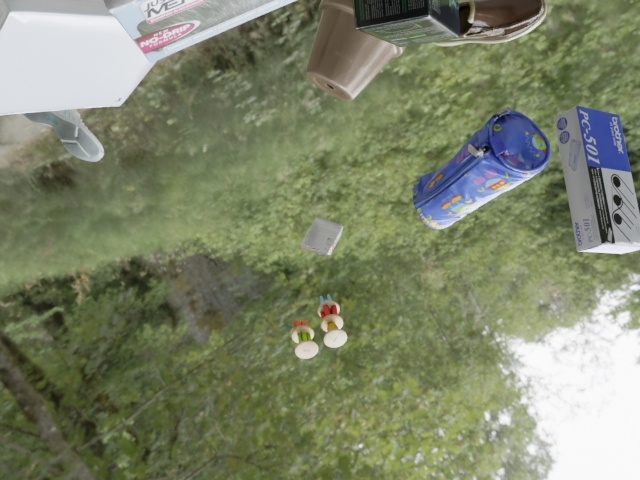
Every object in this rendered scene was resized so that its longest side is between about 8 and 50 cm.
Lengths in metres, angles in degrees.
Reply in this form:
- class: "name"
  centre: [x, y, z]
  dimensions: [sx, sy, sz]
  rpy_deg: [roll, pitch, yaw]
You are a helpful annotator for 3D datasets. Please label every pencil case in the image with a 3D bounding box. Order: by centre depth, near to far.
- class: "pencil case"
  centre: [0.281, -0.122, 1.155]
  dimensions: [0.133, 0.119, 0.306]
  rpy_deg: [-7, 164, -24]

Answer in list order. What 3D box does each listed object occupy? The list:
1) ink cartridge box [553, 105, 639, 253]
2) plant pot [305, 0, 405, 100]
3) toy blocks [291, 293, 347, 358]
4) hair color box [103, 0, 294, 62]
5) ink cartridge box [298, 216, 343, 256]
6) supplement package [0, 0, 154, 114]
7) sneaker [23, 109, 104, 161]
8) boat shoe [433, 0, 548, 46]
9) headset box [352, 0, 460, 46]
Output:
- class: "ink cartridge box"
  centre: [0.406, -0.086, 0.909]
  dimensions: [0.097, 0.207, 0.046]
  rpy_deg: [3, 164, -28]
- class: "plant pot"
  centre: [0.079, -0.509, 1.673]
  dimensions: [0.229, 0.263, 0.263]
  rpy_deg: [-62, -168, 0]
- class: "toy blocks"
  centre: [-0.010, 0.189, 1.427]
  dimensions: [0.123, 0.054, 0.148]
  rpy_deg: [-22, -146, 4]
- class: "hair color box"
  centre: [-0.156, -0.378, 0.567]
  dimensions: [0.185, 0.374, 0.113]
  rpy_deg: [-23, 173, -1]
- class: "ink cartridge box"
  centre: [0.000, 0.000, 1.306]
  dimensions: [0.115, 0.063, 0.029]
  rpy_deg: [-60, 167, -49]
- class: "supplement package"
  centre: [-0.354, -0.283, 0.821]
  dimensions: [0.204, 0.145, 0.262]
  rpy_deg: [-34, 174, 36]
- class: "sneaker"
  centre: [-0.402, -0.189, 0.999]
  dimensions: [0.053, 0.152, 0.061]
  rpy_deg: [-46, -174, 31]
- class: "boat shoe"
  centre: [0.336, -0.463, 1.308]
  dimensions: [0.257, 0.095, 0.095]
  rpy_deg: [-6, 176, 33]
- class: "headset box"
  centre: [0.160, -0.493, 1.119]
  dimensions: [0.131, 0.246, 0.283]
  rpy_deg: [-2, -171, 24]
